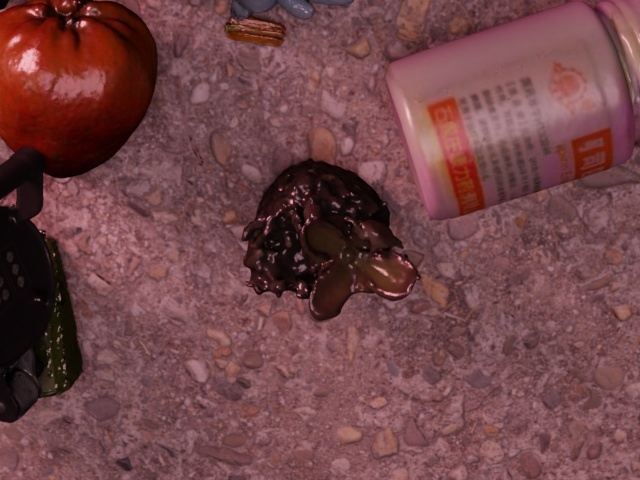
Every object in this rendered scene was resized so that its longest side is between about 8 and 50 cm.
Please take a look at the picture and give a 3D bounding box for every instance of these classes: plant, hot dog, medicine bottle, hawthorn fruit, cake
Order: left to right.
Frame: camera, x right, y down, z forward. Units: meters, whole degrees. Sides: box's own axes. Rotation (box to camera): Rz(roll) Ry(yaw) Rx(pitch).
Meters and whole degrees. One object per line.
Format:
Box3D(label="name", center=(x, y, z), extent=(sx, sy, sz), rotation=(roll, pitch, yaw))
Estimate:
Box3D(label="cake", center=(-0.407, 0.106, 1.516), extent=(0.100, 0.099, 0.235), rotation=(-6, 89, 2))
Box3D(label="hawthorn fruit", center=(-0.320, -0.185, 1.336), extent=(0.224, 0.224, 0.261), rotation=(13, 131, -6))
Box3D(label="hot dog", center=(-0.087, -0.279, 1.400), extent=(0.083, 0.021, 0.037), rotation=(11, 119, -7))
Box3D(label="plant", center=(0.000, 0.000, 1.396), extent=(0.204, 0.234, 0.178), rotation=(26, 112, -16))
Box3D(label="medicine bottle", center=(0.292, -0.181, 1.347), extent=(0.388, 0.219, 0.219), rotation=(-18, 109, 3))

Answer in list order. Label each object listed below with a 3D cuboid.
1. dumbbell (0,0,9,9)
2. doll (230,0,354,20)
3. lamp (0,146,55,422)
Box3D(label="dumbbell", center=(-0.488, -0.281, 1.315), extent=(0.152, 0.152, 0.218), rotation=(31, 105, -12))
Box3D(label="doll", center=(-0.036, -0.336, 1.345), extent=(0.180, 0.075, 0.120), rotation=(8, 100, 13))
Box3D(label="lamp", center=(-0.493, 0.053, 1.345), extent=(0.272, 0.205, 0.374), rotation=(14, 125, 16))
